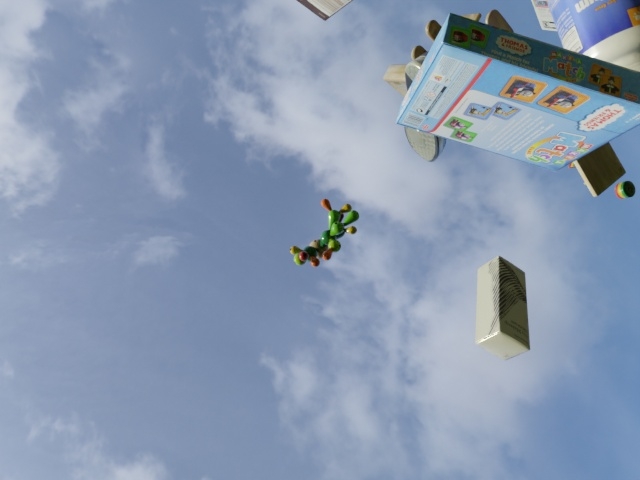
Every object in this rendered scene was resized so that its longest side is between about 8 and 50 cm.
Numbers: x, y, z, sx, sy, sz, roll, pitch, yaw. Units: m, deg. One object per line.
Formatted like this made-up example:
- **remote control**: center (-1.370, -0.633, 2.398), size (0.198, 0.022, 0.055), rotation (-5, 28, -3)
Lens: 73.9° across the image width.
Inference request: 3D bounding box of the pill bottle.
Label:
- **pill bottle**: center (0.542, -0.396, 0.800), size (0.152, 0.152, 0.272), rotation (-10, -100, -21)

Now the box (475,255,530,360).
- **box**: center (0.512, 0.185, 1.204), size (0.113, 0.094, 0.275), rotation (30, -133, -11)

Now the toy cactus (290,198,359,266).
- **toy cactus**: center (0.000, 0.000, 1.021), size (0.112, 0.180, 0.219), rotation (38, -123, 0)

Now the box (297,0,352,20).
- **box**: center (0.018, -0.716, 1.072), size (0.167, 0.168, 0.203), rotation (19, -102, -33)

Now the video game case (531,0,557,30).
- **video game case**: center (0.639, -0.619, 1.103), size (0.023, 0.212, 0.193), rotation (-48, -51, 6)

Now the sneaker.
- **sneaker**: center (0.221, -0.240, 0.702), size (0.163, 0.226, 0.086), rotation (-39, -115, -9)

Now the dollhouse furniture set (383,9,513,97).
- **dollhouse furniture set**: center (0.296, -0.461, 1.055), size (0.161, 0.212, 0.242), rotation (26, -85, -34)

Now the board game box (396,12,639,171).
- **board game box**: center (0.205, -0.145, 0.458), size (0.211, 0.160, 0.039), rotation (17, -102, -2)

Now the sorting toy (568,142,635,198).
- **sorting toy**: center (0.723, -0.209, 1.138), size (0.132, 0.046, 0.274), rotation (-34, -86, -18)
